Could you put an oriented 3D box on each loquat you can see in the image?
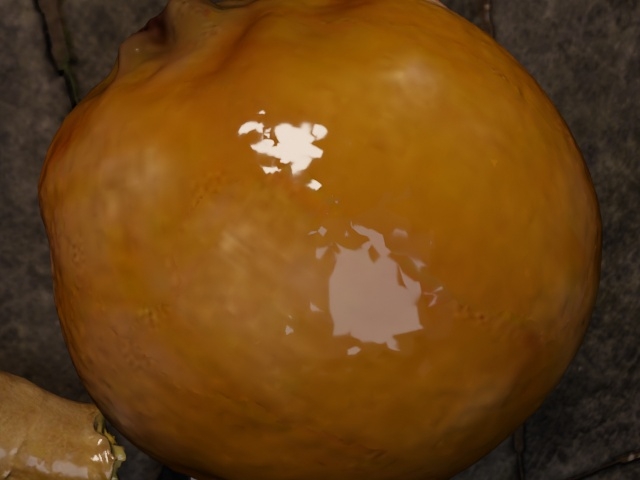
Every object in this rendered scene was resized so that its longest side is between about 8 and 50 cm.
[{"bbox_3d":[0.000,0.000,0.490,0.328,0.328,0.328,-6,109,-17],"label":"loquat"}]

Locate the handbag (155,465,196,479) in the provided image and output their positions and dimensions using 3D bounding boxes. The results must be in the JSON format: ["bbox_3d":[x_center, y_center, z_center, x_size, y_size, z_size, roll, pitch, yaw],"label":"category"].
[{"bbox_3d":[-0.043,0.263,0.685,0.254,0.088,0.211,27,99,-21],"label":"handbag"}]

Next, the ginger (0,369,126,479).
[{"bbox_3d":[-0.318,0.123,0.506,0.236,0.166,0.375,-48,110,-8],"label":"ginger"}]
